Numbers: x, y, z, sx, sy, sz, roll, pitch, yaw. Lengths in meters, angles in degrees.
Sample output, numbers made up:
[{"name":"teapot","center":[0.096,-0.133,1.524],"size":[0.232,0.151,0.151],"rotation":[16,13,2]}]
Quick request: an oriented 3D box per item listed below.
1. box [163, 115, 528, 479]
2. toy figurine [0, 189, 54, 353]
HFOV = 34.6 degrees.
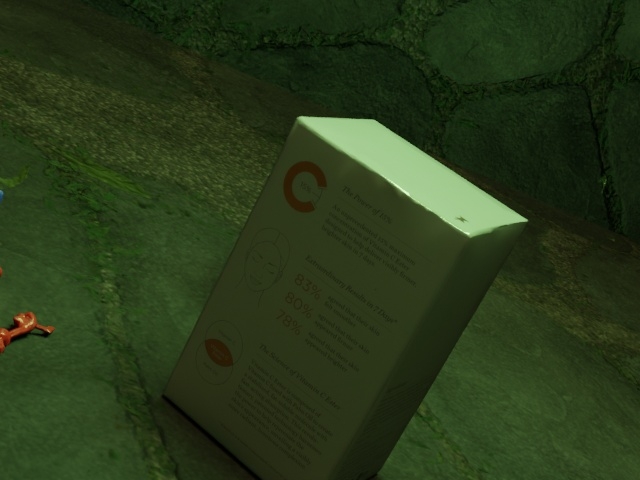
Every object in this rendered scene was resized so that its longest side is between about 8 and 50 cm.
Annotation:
[{"name":"box","center":[0.021,0.072,1.077],"size":[0.215,0.345,0.168],"rotation":[37,22,22]},{"name":"toy figurine","center":[-0.406,-0.068,1.068],"size":[0.362,0.217,0.191],"rotation":[38,22,25]}]
